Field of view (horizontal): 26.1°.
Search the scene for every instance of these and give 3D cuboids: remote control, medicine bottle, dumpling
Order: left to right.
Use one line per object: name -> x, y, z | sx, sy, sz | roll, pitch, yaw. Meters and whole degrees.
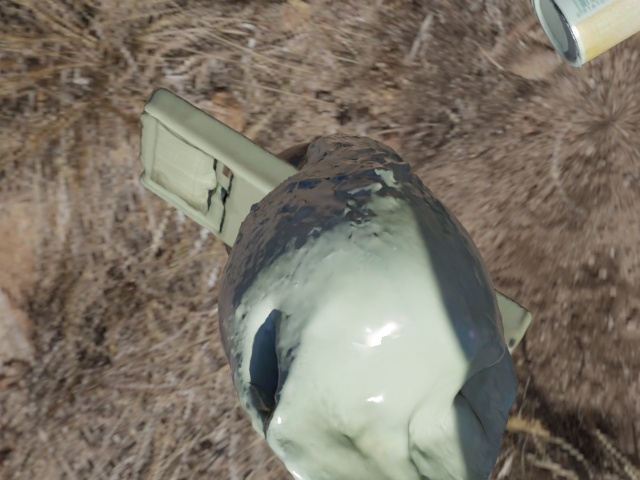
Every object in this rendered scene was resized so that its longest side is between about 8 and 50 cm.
remote control -> 0.000, 0.000, 0.898 | 0.285, 0.123, 0.038 | 33, 67, 7
dumpling -> 0.034, 0.026, 0.599 | 0.152, 0.219, 0.108 | 18, 135, -7
medicine bottle -> 0.407, -0.316, 1.346 | 0.426, 0.108, 0.108 | -30, 88, -2

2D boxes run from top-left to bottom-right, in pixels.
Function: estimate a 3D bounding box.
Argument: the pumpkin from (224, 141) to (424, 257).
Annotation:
pumpkin -> 0.022, -0.005, 1.482 | 0.250, 0.250, 0.216 | 12, 57, 11
